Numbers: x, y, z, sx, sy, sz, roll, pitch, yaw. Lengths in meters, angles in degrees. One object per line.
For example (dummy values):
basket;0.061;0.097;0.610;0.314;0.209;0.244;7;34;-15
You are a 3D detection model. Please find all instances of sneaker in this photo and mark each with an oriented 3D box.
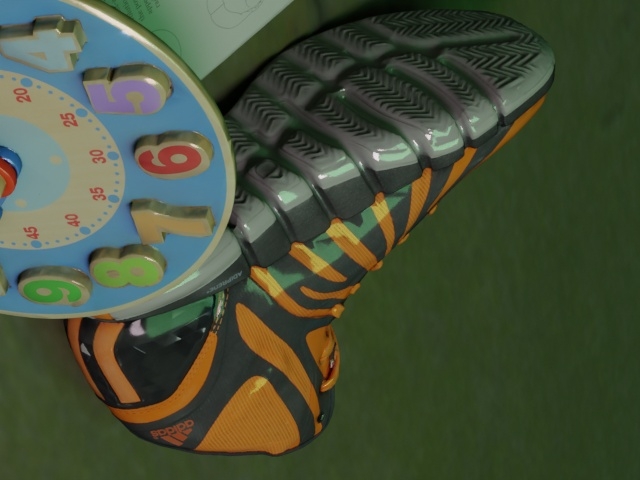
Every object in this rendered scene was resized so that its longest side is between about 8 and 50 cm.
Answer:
sneaker;0.000;0.000;0.967;0.321;0.124;0.180;-30;135;-19

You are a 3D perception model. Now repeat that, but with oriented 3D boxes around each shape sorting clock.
shape sorting clock;-0.140;-0.034;0.746;0.206;0.206;0.040;68;25;-42

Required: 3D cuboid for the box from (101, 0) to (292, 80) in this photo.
box;-0.096;-0.141;0.791;0.170;0.091;0.130;-43;137;-22
